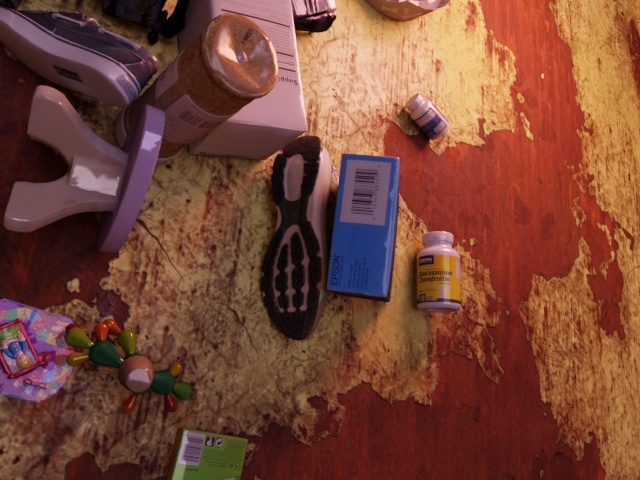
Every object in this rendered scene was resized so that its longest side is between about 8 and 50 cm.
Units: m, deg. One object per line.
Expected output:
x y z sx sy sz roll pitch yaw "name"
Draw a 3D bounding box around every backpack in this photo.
-0.314 -0.542 0.903 0.213 0.263 0.276 8 75 -32 "backpack"

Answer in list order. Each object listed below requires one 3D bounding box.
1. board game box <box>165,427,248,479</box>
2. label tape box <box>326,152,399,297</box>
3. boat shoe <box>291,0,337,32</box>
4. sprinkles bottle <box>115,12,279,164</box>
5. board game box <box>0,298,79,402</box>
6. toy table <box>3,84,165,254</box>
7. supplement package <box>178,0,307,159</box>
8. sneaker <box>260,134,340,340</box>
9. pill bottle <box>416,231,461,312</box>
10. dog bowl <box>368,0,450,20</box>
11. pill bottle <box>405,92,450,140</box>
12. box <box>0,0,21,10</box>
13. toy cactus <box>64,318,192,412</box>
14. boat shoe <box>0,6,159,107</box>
-0.208 0.457 0.867 0.124 0.039 0.259 22 64 -27 "board game box"
0.098 -0.006 1.064 0.115 0.347 0.249 5 83 8 "label tape box"
-0.090 -0.628 1.156 0.158 0.127 0.340 -30 97 -43 "boat shoe"
-0.211 -0.223 0.832 0.121 0.355 0.121 9 75 -38 "sprinkles bottle"
-0.449 0.163 0.779 0.169 0.033 0.133 26 65 -27 "board game box"
-0.353 -0.103 0.774 0.161 0.274 0.252 14 33 -28 "toy table"
-0.156 -0.325 1.007 0.175 0.177 0.292 -1 79 -35 "supplement package"
0.000 0.000 1.068 0.182 0.158 0.410 19 73 -48 "sneaker"
0.283 0.076 1.250 0.103 0.103 0.184 12 71 -31 "pill bottle"
0.211 -0.762 1.411 0.349 0.102 0.348 9 73 -32 "dog bowl"
0.279 -0.327 1.370 0.120 0.067 0.067 43 59 -18 "pill bottle"
-0.528 -0.470 0.832 0.137 0.072 0.126 30 87 -24 "box"
-0.292 0.199 0.790 0.219 0.180 0.112 45 71 -15 "toy cactus"
-0.390 -0.310 0.820 0.301 0.108 0.102 25 65 18 "boat shoe"
